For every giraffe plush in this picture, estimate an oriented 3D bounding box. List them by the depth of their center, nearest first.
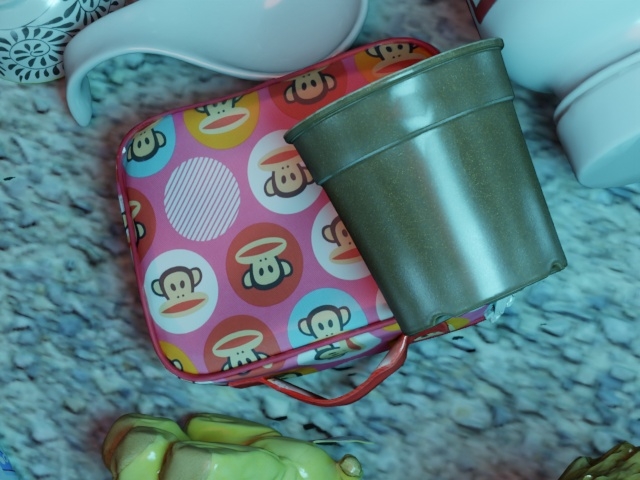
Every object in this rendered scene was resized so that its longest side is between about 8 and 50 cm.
[{"bbox_3d":[-0.065,0.231,1.298,0.210,0.181,0.170,6,93,-18],"label":"giraffe plush"}]

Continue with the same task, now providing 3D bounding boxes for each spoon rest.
[{"bbox_3d":[-0.092,-0.169,1.386,0.276,0.084,0.137,-17,63,14],"label":"spoon rest"}]

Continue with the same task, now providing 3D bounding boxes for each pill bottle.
[{"bbox_3d":[0.198,-0.257,1.249,0.229,0.229,0.407,-22,76,11],"label":"pill bottle"}]

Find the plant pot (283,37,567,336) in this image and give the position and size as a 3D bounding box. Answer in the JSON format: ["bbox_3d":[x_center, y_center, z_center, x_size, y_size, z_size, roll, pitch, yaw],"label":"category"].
[{"bbox_3d":[0.084,-0.032,1.177,0.167,0.167,0.165,-25,88,10],"label":"plant pot"}]

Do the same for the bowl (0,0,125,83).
[{"bbox_3d":[-0.258,-0.226,1.449,0.170,0.080,0.170,-3,79,15],"label":"bowl"}]

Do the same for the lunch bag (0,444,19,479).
[{"bbox_3d":[-0.361,0.284,1.380,0.303,0.115,0.243,-32,76,10],"label":"lunch bag"}]

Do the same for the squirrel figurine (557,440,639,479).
[{"bbox_3d":[0.268,0.312,1.051,0.370,0.397,0.281,36,53,17],"label":"squirrel figurine"}]

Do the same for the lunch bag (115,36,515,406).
[{"bbox_3d":[0.000,0.000,1.319,0.293,0.120,0.258,-16,78,12],"label":"lunch bag"}]
